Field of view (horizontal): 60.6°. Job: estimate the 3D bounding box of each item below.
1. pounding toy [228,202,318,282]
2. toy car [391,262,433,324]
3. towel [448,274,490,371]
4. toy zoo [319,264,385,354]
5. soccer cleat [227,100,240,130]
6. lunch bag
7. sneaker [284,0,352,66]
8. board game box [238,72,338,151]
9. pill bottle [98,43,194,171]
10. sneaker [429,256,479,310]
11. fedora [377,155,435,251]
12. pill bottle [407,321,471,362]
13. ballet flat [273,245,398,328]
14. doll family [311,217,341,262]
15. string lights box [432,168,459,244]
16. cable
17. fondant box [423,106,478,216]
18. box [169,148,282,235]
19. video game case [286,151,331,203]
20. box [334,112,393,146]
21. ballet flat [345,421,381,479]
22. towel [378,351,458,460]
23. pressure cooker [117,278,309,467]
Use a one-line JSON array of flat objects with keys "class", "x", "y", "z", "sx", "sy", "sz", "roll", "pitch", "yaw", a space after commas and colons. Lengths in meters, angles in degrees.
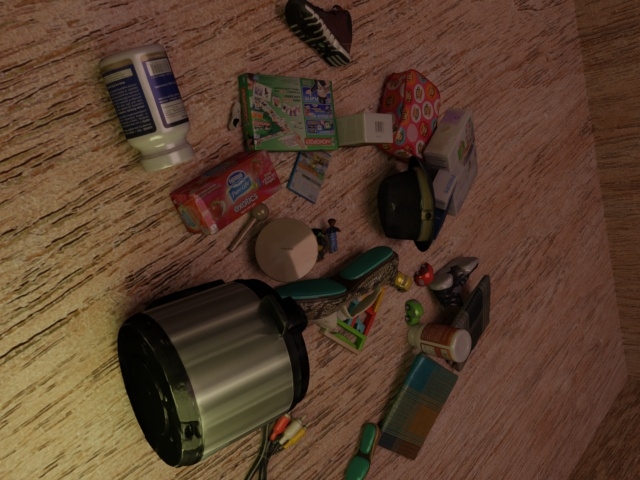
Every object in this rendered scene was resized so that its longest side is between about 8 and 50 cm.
[{"class": "pounding toy", "x": -0.128, "y": 0.016, "z": 1.586, "sx": 0.236, "sy": 0.110, "sz": 0.183, "roll": 31, "pitch": 81, "yaw": -9}, {"class": "toy car", "x": 0.355, "y": 0.208, "z": 2.043, "sx": 0.239, "sy": 0.053, "sz": 0.225, "roll": -9, "pitch": 99, "yaw": -41}, {"class": "towel", "x": 0.608, "y": 0.339, "z": 2.235, "sx": 0.312, "sy": 0.056, "sz": 0.324, "roll": -48, "pitch": 141, "yaw": -30}, {"class": "toy zoo", "x": 0.121, "y": 0.216, "z": 1.850, "sx": 0.192, "sy": 0.030, "sz": 0.293, "roll": 38, "pitch": 69, "yaw": -36}, {"class": "soccer cleat", "x": -0.230, "y": -0.339, "z": 1.492, "sx": 0.029, "sy": 0.035, "sz": 0.083, "roll": 21, "pitch": 79, "yaw": -40}, {"class": "lunch bag", "x": 0.326, "y": -0.425, "z": 1.924, "sx": 0.258, "sy": 0.120, "sz": 0.293, "roll": 19, "pitch": 80, "yaw": -41}, {"class": "sneaker", "x": 0.006, "y": -0.667, "z": 1.646, "sx": 0.281, "sy": 0.106, "sz": 0.163, "roll": 35, "pitch": 64, "yaw": -48}, {"class": "board game box", "x": -0.086, "y": -0.367, "z": 1.601, "sx": 0.317, "sy": 0.046, "sz": 0.214, "roll": -9, "pitch": 95, "yaw": -41}, {"class": "pill bottle", "x": -0.394, "y": -0.303, "z": 1.271, "sx": 0.153, "sy": 0.153, "sz": 0.265, "roll": -29, "pitch": 112, "yaw": -37}, {"class": "sneaker", "x": 0.543, "y": 0.174, "z": 2.182, "sx": 0.268, "sy": 0.101, "sz": 0.153, "roll": -29, "pitch": 112, "yaw": -30}, {"class": "fedora", "x": 0.279, "y": -0.116, "z": 1.860, "sx": 0.152, "sy": 0.334, "sz": 0.334, "roll": -7, "pitch": 100, "yaw": -5}, {"class": "pill bottle", "x": 0.433, "y": 0.368, "z": 2.017, "sx": 0.121, "sy": 0.216, "sz": 0.121, "roll": -5, "pitch": 97, "yaw": -41}, {"class": "ballet flat", "x": 0.065, "y": 0.170, "z": 1.701, "sx": 0.482, "sy": 0.164, "sz": 0.182, "roll": -21, "pitch": 114, "yaw": -33}, {"class": "doll family", "x": 0.000, "y": 0.000, "z": 1.692, "sx": 0.193, "sy": 0.075, "sz": 0.112, "roll": -34, "pitch": 119, "yaw": -59}, {"class": "string lights box", "x": 0.415, "y": -0.115, "z": 1.956, "sx": 0.133, "sy": 0.076, "sz": 0.260, "roll": -59, "pitch": 163, "yaw": -30}, {"class": "cable", "x": -0.147, "y": 0.621, "z": 1.617, "sx": 0.139, "sy": 0.072, "sz": 0.287, "roll": 47, "pitch": 64, "yaw": -27}, {"class": "fondant box", "x": 0.488, "y": -0.285, "z": 2.021, "sx": 0.238, "sy": 0.096, "sz": 0.330, "roll": -59, "pitch": 148, "yaw": -26}, {"class": "box", "x": -0.244, "y": -0.130, "z": 1.434, "sx": 0.257, "sy": 0.128, "sz": 0.123, "roll": -39, "pitch": 117, "yaw": -32}, {"class": "video game case", "x": -0.034, "y": -0.213, "z": 1.691, "sx": 0.119, "sy": 0.015, "sz": 0.166, "roll": 28, "pitch": 75, "yaw": -39}, {"class": "box", "x": 0.121, "y": -0.342, "z": 1.714, "sx": 0.130, "sy": 0.170, "sz": 0.091, "roll": -9, "pitch": 98, "yaw": -41}, {"class": "ballet flat", "x": 0.157, "y": 0.751, "z": 1.898, "sx": 0.073, "sy": 0.080, "sz": 0.232, "roll": 45, "pitch": 65, "yaw": -51}, {"class": "towel", "x": 0.361, "y": 0.626, "z": 2.061, "sx": 0.271, "sy": 0.040, "sz": 0.370, "roll": 37, "pitch": 79, "yaw": -36}, {"class": "pressure cooker", "x": -0.228, "y": 0.293, "z": 1.323, "sx": 0.420, "sy": 0.369, "sz": 0.376, "roll": -18, "pitch": 109, "yaw": -36}]
